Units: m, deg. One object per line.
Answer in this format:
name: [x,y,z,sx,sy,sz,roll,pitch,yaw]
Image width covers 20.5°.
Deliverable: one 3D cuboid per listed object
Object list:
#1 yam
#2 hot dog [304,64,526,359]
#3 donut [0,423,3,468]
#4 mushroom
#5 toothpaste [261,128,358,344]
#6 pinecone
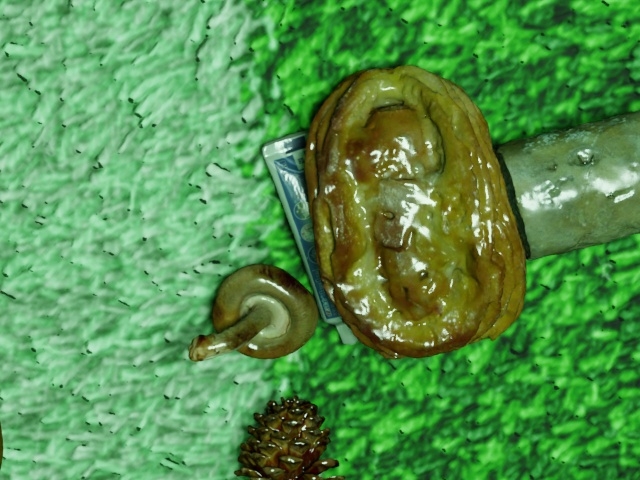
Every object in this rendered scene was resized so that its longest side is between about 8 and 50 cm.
yam: [0.257,-0.055,1.540,0.194,0.107,0.107,-14,100,0]
hot dog: [0.078,-0.023,1.525,0.175,0.114,0.259,-14,97,12]
donut: [-0.391,0.181,1.557,0.226,0.114,0.226,-1,101,-3]
mushroom: [-0.069,0.069,1.562,0.129,0.073,0.088,-19,123,-30]
toothpaste: [0.000,0.000,1.577,0.057,0.035,0.197,-19,98,-13]
pinecone: [-0.029,0.195,1.577,0.102,0.102,0.109,-9,91,0]
